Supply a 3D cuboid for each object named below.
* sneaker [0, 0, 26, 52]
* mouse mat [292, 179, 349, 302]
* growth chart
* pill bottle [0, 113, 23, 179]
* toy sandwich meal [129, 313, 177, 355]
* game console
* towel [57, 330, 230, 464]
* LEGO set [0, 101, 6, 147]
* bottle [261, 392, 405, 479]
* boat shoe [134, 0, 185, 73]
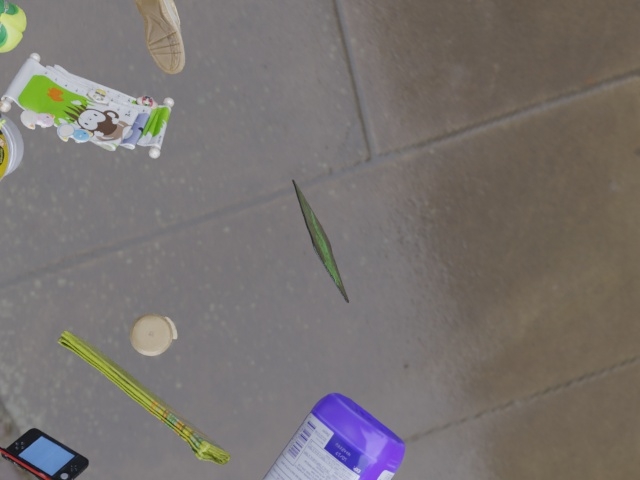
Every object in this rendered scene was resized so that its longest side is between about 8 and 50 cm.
[{"bbox_3d":[-0.604,-0.374,1.706,0.295,0.123,0.110,10,78,19],"label":"sneaker"},{"bbox_3d":[0.000,0.000,1.818,0.007,0.190,0.153,-25,133,7],"label":"mouse mat"},{"bbox_3d":[-0.323,-0.185,1.522,0.237,0.172,0.021,18,127,-18],"label":"growth chart"},{"bbox_3d":[-0.511,-0.119,1.523,0.119,0.208,0.119,3,105,13],"label":"pill bottle"},{"bbox_3d":[-0.303,0.169,1.958,0.085,0.029,0.086,2,74,-8],"label":"toy sandwich meal"},{"bbox_3d":[-0.506,0.378,1.946,0.124,0.144,0.085,-41,149,-46],"label":"game console"},{"bbox_3d":[-0.210,0.190,1.298,0.021,0.237,0.102,-52,160,-9],"label":"towel"},{"bbox_3d":[-0.459,-0.107,1.008,0.255,0.192,0.331,-40,122,-1],"label":"LEGO set"},{"bbox_3d":[-0.025,0.313,1.221,0.283,0.118,0.092,-55,144,-1],"label":"bottle"},{"bbox_3d":[-0.246,-0.347,1.703,0.063,0.059,0.170,-4,120,19],"label":"boat shoe"}]
